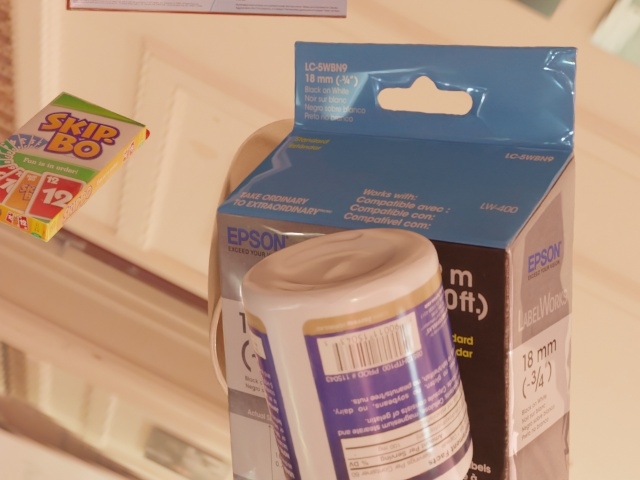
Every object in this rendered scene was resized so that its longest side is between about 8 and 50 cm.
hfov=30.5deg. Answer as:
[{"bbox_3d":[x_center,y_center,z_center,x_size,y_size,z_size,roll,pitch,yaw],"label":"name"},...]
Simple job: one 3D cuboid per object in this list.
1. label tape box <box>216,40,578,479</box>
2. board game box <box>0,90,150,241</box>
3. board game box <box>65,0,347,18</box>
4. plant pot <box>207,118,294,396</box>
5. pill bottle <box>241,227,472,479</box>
[{"bbox_3d":[0.048,0.034,0.823,0.106,0.241,0.333,-20,112,-51],"label":"label tape box"},{"bbox_3d":[-0.316,-0.101,1.428,0.259,0.124,0.039,-56,166,-52],"label":"board game box"},{"bbox_3d":[-0.108,-0.295,1.157,0.027,0.281,0.145,-149,-120,-70],"label":"board game box"},{"bbox_3d":[0.000,0.000,1.117,0.256,0.257,0.274,-62,-153,26],"label":"plant pot"},{"bbox_3d":[0.027,0.097,0.673,0.112,0.112,0.186,-67,147,-69],"label":"pill bottle"}]
